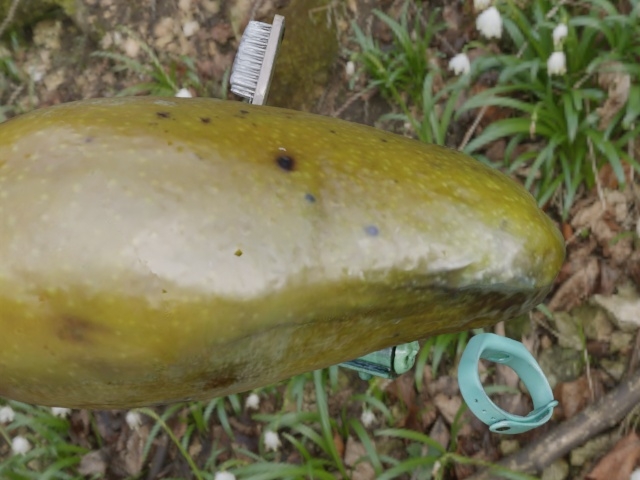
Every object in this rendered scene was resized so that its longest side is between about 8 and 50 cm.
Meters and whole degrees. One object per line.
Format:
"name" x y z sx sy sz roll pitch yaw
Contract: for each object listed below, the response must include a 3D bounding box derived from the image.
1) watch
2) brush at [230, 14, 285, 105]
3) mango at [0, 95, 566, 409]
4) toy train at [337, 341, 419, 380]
"watch" 0.369 0.284 1.660 0.068 0.237 0.195 -37 47 38
"brush" -0.116 -0.193 1.277 0.065 0.070 0.328 12 79 -3
"mango" -0.048 -0.001 0.442 0.329 0.176 0.177 -12 48 -9
"toy train" 0.005 0.047 0.616 0.170 0.111 0.071 11 15 28
